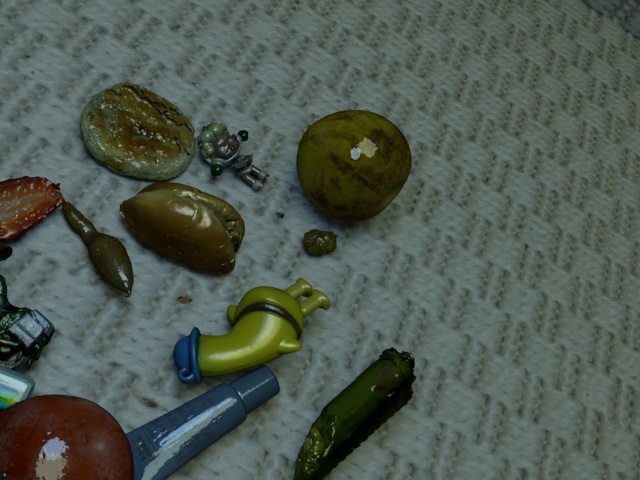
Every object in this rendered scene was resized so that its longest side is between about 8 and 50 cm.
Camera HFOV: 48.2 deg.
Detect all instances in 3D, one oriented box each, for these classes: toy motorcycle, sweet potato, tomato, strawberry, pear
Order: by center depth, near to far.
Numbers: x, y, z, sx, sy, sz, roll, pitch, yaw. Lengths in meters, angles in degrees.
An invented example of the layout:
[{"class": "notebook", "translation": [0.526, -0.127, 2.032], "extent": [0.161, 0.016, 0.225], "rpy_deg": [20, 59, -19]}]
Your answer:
[{"class": "tomato", "translation": [-0.426, 0.383, 1.165], "extent": [0.265, 0.265, 0.264], "rpy_deg": [11, 58, -19]}, {"class": "toy motorcycle", "translation": [-0.608, 0.113, 1.332], "extent": [0.275, 0.125, 0.187], "rpy_deg": [42, 63, 0]}, {"class": "strawberry", "translation": [-0.620, -0.064, 1.458], "extent": [0.188, 0.082, 0.121], "rpy_deg": [-25, 94, -43]}, {"class": "sweet potato", "translation": [-0.451, 0.017, 1.489], "extent": [0.075, 0.074, 0.269], "rpy_deg": [-28, 66, -34]}, {"class": "pear", "translation": [0.076, -0.184, 1.727], "extent": [0.281, 0.280, 0.280], "rpy_deg": [11, 58, -19]}]

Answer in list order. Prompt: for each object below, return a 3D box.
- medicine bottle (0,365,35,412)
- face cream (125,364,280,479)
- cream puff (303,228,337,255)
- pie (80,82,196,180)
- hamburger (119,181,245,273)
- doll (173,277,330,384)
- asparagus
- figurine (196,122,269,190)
[{"class": "medicine bottle", "translation": [-0.630, 0.258, 1.244], "extent": [0.229, 0.083, 0.121], "rpy_deg": [25, 85, -11]}, {"class": "face cream", "translation": [-0.249, 0.361, 1.374], "extent": [0.385, 0.086, 0.135], "rpy_deg": [-28, 66, -30]}, {"class": "cream puff", "translation": [0.000, 0.000, 1.712], "extent": [0.083, 0.058, 0.083], "rpy_deg": [18, 54, -13]}, {"class": "pie", "translation": [-0.419, -0.252, 1.668], "extent": [0.274, 0.055, 0.274], "rpy_deg": [15, 55, -23]}, {"class": "hamburger", "translation": [-0.291, -0.040, 1.541], "extent": [0.283, 0.156, 0.144], "rpy_deg": [26, 55, -12]}, {"class": "doll", "translation": [-0.139, 0.190, 1.478], "extent": [0.363, 0.145, 0.199], "rpy_deg": [-31, 43, -32]}, {"class": "asparagus", "translation": [0.063, 0.370, 1.493], "extent": [0.108, 0.128, 0.382], "rpy_deg": [25, 45, 37]}, {"class": "figurine", "translation": [-0.209, -0.202, 1.712], "extent": [0.197, 0.093, 0.147], "rpy_deg": [34, 64, -4]}]
